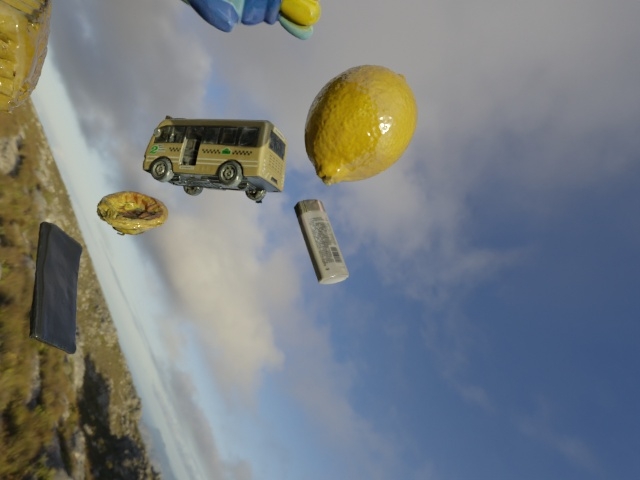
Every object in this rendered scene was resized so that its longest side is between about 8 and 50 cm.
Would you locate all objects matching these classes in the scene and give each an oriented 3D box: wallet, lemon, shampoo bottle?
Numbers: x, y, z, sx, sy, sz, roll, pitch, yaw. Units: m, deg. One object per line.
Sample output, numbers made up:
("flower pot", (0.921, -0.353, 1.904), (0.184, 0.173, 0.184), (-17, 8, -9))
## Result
("wallet", (-0.583, 0.102, 0.912), (0.146, 0.030, 0.285), (80, -6, -61))
("lemon", (0.068, -0.200, 0.715), (0.187, 0.244, 0.187), (38, -6, 5))
("shampoo bottle", (0.000, 0.000, 1.070), (0.056, 0.086, 0.227), (-45, -123, 47))

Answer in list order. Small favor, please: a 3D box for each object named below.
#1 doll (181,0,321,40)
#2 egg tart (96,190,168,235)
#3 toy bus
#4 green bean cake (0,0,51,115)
("doll", (-0.164, -0.501, 0.682), (0.376, 0.187, 0.366), (12, -39, 27))
("egg tart", (-0.668, -0.090, 1.460), (0.241, 0.241, 0.106), (46, -54, 36))
("toy bus", (-0.282, -0.226, 1.115), (0.177, 0.365, 0.202), (29, 68, -72))
("green bean cake", (-0.615, -0.388, 0.797), (0.224, 0.131, 0.230), (-51, -144, 32))
